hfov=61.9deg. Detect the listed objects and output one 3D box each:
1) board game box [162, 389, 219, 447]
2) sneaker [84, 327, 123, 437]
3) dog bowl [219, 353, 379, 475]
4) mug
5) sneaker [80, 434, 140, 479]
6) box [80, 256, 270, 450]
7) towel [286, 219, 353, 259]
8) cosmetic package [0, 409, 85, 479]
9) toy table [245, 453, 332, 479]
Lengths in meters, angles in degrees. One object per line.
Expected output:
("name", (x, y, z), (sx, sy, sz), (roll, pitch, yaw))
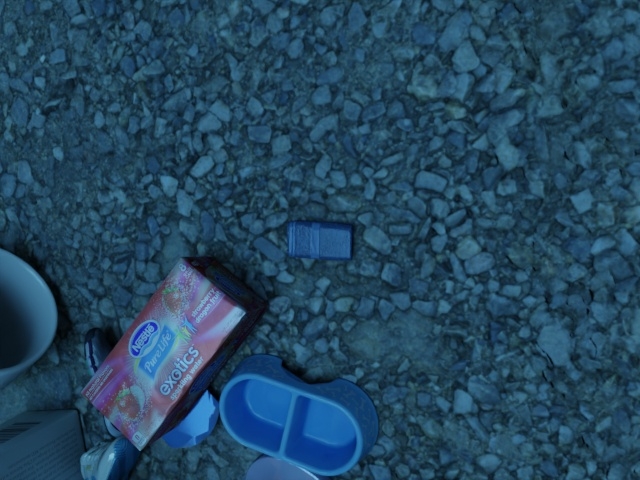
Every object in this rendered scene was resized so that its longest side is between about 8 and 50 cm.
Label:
("board game box", (-0.274, 0.314, 1.035), (0.133, 0.033, 0.169), (-45, 85, 7))
("sneaker", (-0.393, 0.273, 1.063), (0.098, 0.083, 0.224), (-14, 97, -2))
("dog bowl", (-0.047, 0.314, 0.952), (0.297, 0.074, 0.166), (15, 100, 15))
("mug", (-0.746, 0.164, 1.070), (0.328, 0.276, 0.374), (-36, 55, 24))
("sneaker", (-0.420, 0.434, 1.038), (0.092, 0.087, 0.229), (42, 131, 10))
("box", (-0.250, 0.187, 0.940), (0.154, 0.142, 0.300), (39, 95, 10))
("towel", (0.000, 0.000, 0.926), (0.119, 0.029, 0.067), (5, 98, 17))
("cosmetic package", (-0.585, 0.601, 1.067), (0.161, 0.230, 0.454), (-8, 93, 18))
("toy table", (-0.047, 0.524, 0.931), (0.274, 0.161, 0.252), (36, 105, 9))
